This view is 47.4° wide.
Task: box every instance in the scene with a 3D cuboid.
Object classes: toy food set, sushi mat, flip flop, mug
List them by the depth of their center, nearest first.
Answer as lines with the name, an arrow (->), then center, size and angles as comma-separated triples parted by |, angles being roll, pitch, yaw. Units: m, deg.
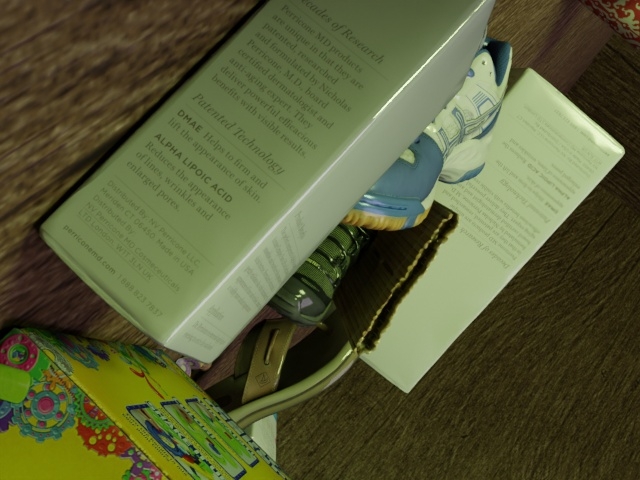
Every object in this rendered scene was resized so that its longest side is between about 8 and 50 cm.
toy food set -> -0.143, 0.144, 0.752 | 0.122, 0.019, 0.078 | -51, 170, 13
sushi mat -> 0.061, 0.008, 0.773 | 0.151, 0.019, 0.316 | -56, -170, 7
flip flop -> -0.064, 0.133, 0.782 | 0.277, 0.080, 0.112 | -28, -166, -6
mug -> 0.492, -0.366, 1.116 | 0.150, 0.169, 0.113 | -40, 167, -42

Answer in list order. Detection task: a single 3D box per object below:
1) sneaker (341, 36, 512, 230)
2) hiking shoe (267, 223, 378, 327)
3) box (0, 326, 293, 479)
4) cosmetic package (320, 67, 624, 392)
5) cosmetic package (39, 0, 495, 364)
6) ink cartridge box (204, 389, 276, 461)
sneaker -> 0.067, -0.102, 0.559 | 0.296, 0.111, 0.131 | -36, 147, -57
hiking shoe -> 0.000, 0.000, 0.684 | 0.114, 0.086, 0.227 | -58, 177, 18
box -> -0.178, 0.226, 0.465 | 0.290, 0.177, 0.279 | -47, 171, -6
cosmetic package -> 0.166, -0.024, 0.927 | 0.385, 0.156, 0.217 | -52, -173, 13
cosmetic package -> -0.018, -0.049, 0.378 | 0.231, 0.085, 0.117 | -49, 171, -10
ink cartridge box -> -0.107, 0.227, 0.805 | 0.104, 0.062, 0.181 | -22, -162, 4
